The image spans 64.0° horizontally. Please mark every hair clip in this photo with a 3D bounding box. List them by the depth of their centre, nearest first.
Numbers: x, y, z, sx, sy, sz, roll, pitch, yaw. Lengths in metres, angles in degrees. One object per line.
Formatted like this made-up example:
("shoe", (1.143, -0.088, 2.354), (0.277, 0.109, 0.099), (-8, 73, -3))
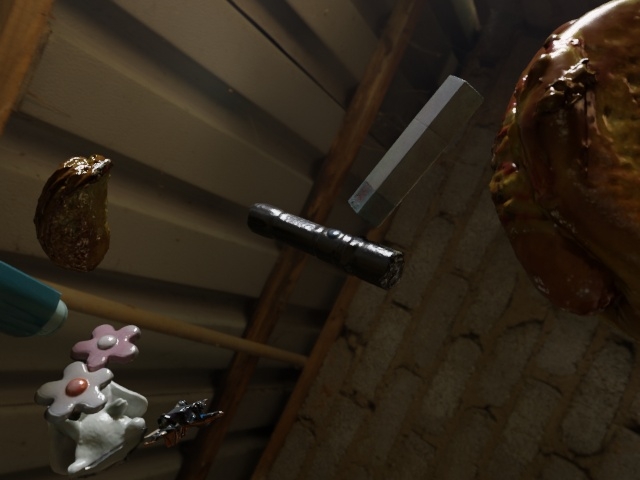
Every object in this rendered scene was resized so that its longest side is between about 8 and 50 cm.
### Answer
("hair clip", (-0.465, 0.267, 1.047), (0.257, 0.146, 0.075), (-72, -20, -46))

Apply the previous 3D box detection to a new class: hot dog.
("hot dog", (0.200, -0.056, 0.357), (0.150, 0.153, 0.256), (69, -150, -64))
("hot dog", (-0.510, -0.056, 1.070), (0.175, 0.114, 0.259), (-78, 5, -59))

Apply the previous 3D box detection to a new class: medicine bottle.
("medicine bottle", (-0.429, 0.053, 0.677), (0.258, 0.079, 0.124), (77, -172, -63))

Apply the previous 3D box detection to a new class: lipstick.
("lipstick", (0.214, -0.201, 1.180), (0.076, 0.079, 0.371), (32, -75, -28))

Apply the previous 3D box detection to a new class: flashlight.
("flashlight", (0.000, 0.000, 1.224), (0.103, 0.424, 0.103), (-38, -40, -42))

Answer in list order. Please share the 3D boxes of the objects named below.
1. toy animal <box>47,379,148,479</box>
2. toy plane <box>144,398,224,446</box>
("toy animal", (-0.585, 0.472, 1.351), (0.249, 0.289, 0.174), (-11, -32, -17))
("toy plane", (-0.231, 0.305, 0.888), (0.188, 0.062, 0.135), (-38, -4, 38))
